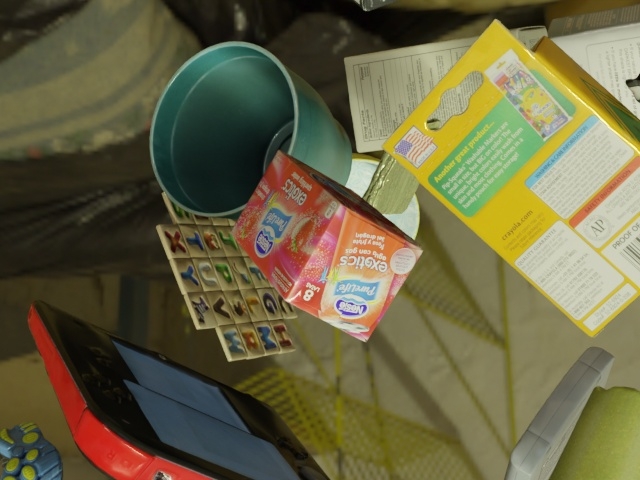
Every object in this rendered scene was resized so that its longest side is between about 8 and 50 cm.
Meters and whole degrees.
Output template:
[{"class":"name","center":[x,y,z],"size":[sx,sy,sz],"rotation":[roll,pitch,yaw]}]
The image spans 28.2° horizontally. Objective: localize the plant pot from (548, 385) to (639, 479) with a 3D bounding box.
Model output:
[{"class":"plant pot","center":[0.421,0.345,1.744],"size":[0.276,0.254,0.276],"rotation":[20,166,5]}]

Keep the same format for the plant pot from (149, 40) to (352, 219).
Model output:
[{"class":"plant pot","center":[-0.085,-0.149,2.023],"size":[0.271,0.272,0.255],"rotation":[-14,164,29]}]

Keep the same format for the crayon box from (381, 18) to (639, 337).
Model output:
[{"class":"crayon box","center":[0.256,-0.075,1.410],"size":[0.323,0.083,0.203],"rotation":[42,119,-1]}]

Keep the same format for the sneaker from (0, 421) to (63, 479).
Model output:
[{"class":"sneaker","center":[-0.305,0.254,1.361],"size":[0.067,0.078,0.188],"rotation":[-22,-162,-15]}]

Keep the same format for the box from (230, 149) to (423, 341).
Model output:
[{"class":"box","center":[0.000,0.000,1.507],"size":[0.122,0.128,0.257],"rotation":[27,-172,-24]}]

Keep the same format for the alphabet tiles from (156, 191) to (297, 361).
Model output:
[{"class":"alphabet tiles","center":[-0.143,0.054,2.052],"size":[0.011,0.285,0.342],"rotation":[-27,169,21]}]

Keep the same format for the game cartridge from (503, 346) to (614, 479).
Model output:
[{"class":"game cartridge","center":[0.402,0.320,2.175],"size":[0.060,0.294,0.196],"rotation":[32,146,18]}]

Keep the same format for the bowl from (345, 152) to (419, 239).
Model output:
[{"class":"bowl","center":[0.044,-0.064,2.617],"size":[0.289,0.156,0.289],"rotation":[-6,117,-12]}]

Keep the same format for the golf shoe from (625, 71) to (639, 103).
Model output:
[{"class":"golf shoe","center":[0.469,-0.255,1.655],"size":[0.086,0.186,0.067],"rotation":[31,179,-20]}]

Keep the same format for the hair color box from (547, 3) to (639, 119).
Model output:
[{"class":"hair color box","center":[0.552,-0.272,1.970],"size":[0.374,0.113,0.185],"rotation":[-7,113,20]}]

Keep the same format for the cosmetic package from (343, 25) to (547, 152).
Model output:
[{"class":"cosmetic package","center":[0.202,-0.235,2.000],"size":[0.309,0.160,0.113],"rotation":[-3,-171,35]}]

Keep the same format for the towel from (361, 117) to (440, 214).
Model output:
[{"class":"towel","center":[0.111,-0.099,1.741],"size":[0.027,0.148,0.110],"rotation":[34,-158,29]}]

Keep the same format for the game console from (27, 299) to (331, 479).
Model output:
[{"class":"game console","center":[-0.146,0.216,1.493],"size":[0.386,0.342,0.060],"rotation":[30,101,-33]}]

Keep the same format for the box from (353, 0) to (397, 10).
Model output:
[{"class":"box","center":[0.130,-0.426,1.636],"size":[0.270,0.165,0.143],"rotation":[-22,136,-18]}]
